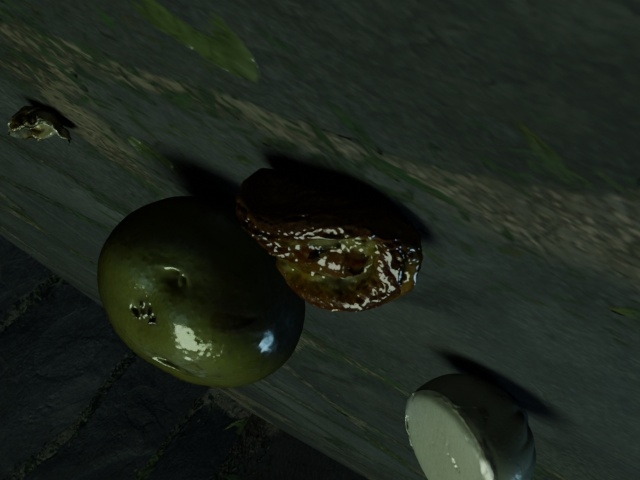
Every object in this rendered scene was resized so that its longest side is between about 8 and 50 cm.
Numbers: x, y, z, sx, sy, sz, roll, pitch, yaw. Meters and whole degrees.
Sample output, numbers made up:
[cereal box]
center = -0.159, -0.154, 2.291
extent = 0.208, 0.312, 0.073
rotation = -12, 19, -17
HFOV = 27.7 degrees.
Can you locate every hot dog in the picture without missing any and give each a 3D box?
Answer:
[hot dog]
center = 0.002, -0.001, 0.844
extent = 0.147, 0.065, 0.099
rotation = 23, 157, 47

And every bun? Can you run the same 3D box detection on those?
[bun]
center = 0.147, 0.177, 1.166
extent = 0.138, 0.094, 0.138
rotation = 41, 143, 40

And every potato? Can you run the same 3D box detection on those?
[potato]
center = -0.096, 0.050, 1.110
extent = 0.174, 0.159, 0.251
rotation = 54, -178, 10

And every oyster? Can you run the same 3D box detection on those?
[oyster]
center = -0.262, -0.106, 1.199
extent = 0.051, 0.034, 0.093
rotation = 20, 168, -41
